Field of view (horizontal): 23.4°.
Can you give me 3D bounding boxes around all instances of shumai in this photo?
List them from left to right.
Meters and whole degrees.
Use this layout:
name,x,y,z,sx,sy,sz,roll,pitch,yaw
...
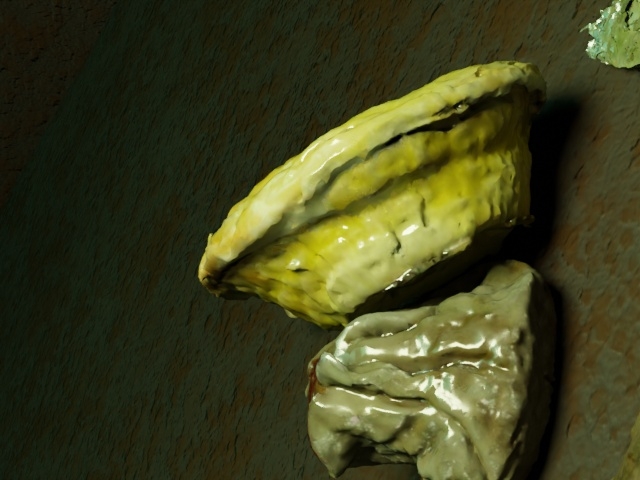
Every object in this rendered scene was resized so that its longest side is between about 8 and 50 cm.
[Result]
name,x,y,z,sx,sy,sz,roll,pitch,yaw
shumai,0.084,0.102,1.241,0.184,0.185,0.218,11,81,67

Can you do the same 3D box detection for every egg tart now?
name,x,y,z,sx,sy,sz,roll,pitch,yaw
egg tart,0.063,-0.017,1.330,0.345,0.345,0.132,-41,75,48

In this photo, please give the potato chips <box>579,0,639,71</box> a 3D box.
name,x,y,z,sx,sy,sz,roll,pitch,yaw
potato chips,0.296,-0.242,1.268,0.220,0.029,0.202,-66,26,2

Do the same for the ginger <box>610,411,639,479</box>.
name,x,y,z,sx,sy,sz,roll,pitch,yaw
ginger,0.228,0.170,1.002,0.333,0.080,0.166,-56,14,21

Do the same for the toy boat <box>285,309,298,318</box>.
name,x,y,z,sx,sy,sz,roll,pitch,yaw
toy boat,0.000,0.000,1.673,0.116,0.061,0.188,-59,25,27
